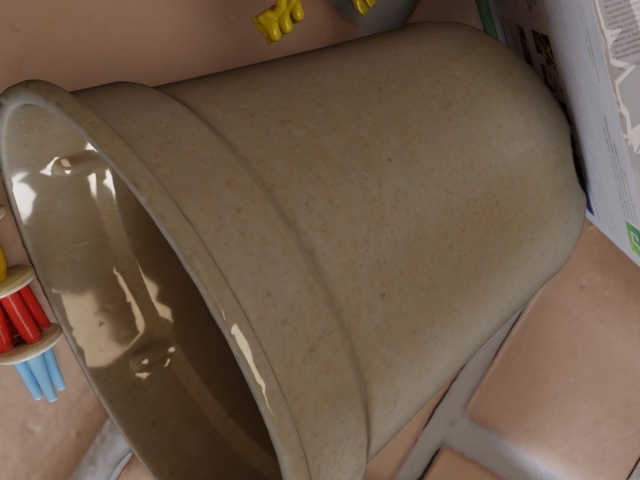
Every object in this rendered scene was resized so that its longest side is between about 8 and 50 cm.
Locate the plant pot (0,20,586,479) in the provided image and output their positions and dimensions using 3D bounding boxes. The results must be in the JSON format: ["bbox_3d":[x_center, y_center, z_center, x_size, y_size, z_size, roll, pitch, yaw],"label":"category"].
[{"bbox_3d":[0.000,0.000,0.579,0.305,0.333,0.334,-30,112,-29],"label":"plant pot"}]

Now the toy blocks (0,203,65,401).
[{"bbox_3d":[-0.251,0.065,0.591,0.123,0.054,0.148,-28,111,-26],"label":"toy blocks"}]

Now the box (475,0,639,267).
[{"bbox_3d":[0.178,-0.137,0.606,0.058,0.322,0.232,-20,111,3],"label":"box"}]

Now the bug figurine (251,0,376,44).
[{"bbox_3d":[-0.036,-0.267,0.570,0.279,0.072,0.216,49,46,-20],"label":"bug figurine"}]
